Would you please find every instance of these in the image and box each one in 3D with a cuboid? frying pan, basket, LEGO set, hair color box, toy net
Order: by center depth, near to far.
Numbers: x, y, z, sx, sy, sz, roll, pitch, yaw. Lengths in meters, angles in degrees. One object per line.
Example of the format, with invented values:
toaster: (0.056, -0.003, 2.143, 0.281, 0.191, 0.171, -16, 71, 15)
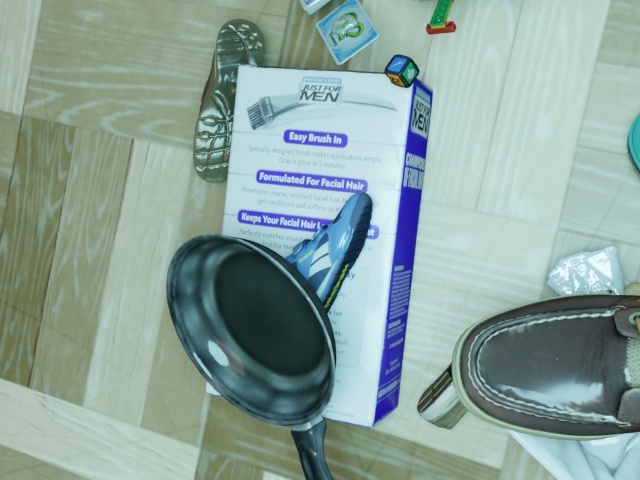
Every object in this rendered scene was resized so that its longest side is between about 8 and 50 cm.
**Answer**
frying pan: (-0.018, 0.127, 0.737, 0.326, 0.053, 0.197, 47, 135, 6)
basket: (0.247, 0.157, 0.750, 0.167, 0.103, 0.113, 44, 104, 15)
toy net: (0.324, 0.078, 0.755, 0.232, 0.045, 0.122, 17, 98, 21)
LEGO set: (0.081, -0.245, 0.803, 0.182, 0.060, 0.244, -34, 47, 12)
hair color box: (0.000, 0.000, 0.837, 0.185, 0.110, 0.339, 8, 95, 20)

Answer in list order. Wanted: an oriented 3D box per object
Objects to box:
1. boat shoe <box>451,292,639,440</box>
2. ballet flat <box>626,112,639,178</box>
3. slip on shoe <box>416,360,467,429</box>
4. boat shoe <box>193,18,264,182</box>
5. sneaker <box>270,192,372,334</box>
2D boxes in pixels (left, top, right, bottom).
boat shoe: (0.277, 0.091, 0.631, 0.341, 0.123, 0.123, 2, 71, 3)
ballet flat: (0.402, -0.028, 0.679, 0.316, 0.106, 0.108, 42, 113, 44)
slip on shoe: (0.154, 0.135, 0.815, 0.041, 0.051, 0.135, 37, 101, -11)
boat shoe: (-0.100, -0.150, 0.899, 0.064, 0.060, 0.178, 11, 92, -11)
sneaker: (-0.001, 0.015, 0.755, 0.059, 0.053, 0.144, 32, 99, 18)
